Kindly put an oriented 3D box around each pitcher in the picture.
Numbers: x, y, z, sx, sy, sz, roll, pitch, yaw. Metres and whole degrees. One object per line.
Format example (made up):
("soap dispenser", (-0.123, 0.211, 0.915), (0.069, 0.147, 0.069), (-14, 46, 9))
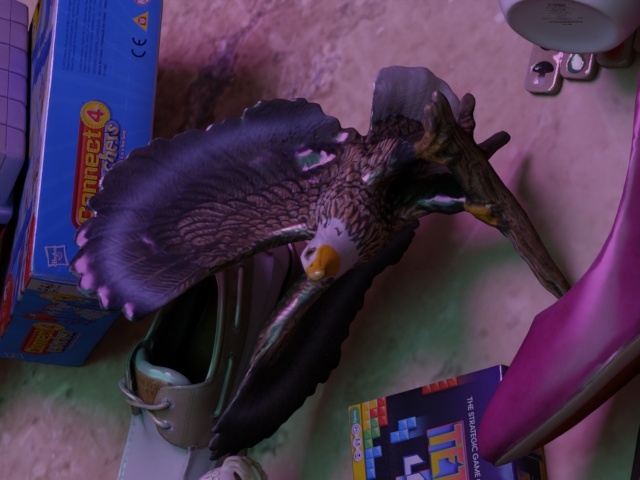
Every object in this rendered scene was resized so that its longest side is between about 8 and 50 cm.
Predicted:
("pitcher", (0.171, -0.243, 1.187), (0.178, 0.125, 0.207), (3, 68, 31))

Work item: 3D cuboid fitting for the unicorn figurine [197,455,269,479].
("unicorn figurine", (-0.103, 0.226, 1.305), (0.162, 0.111, 0.060), (-41, 7, 1))

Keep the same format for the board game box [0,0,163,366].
("board game box", (-0.209, -0.073, 1.407), (0.302, 0.086, 0.308), (137, 138, -67))

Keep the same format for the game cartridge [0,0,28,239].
("game cartridge", (-0.341, -0.021, 1.515), (0.355, 0.068, 0.230), (-58, 31, 36))

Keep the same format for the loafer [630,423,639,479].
("loafer", (0.240, 0.149, 1.078), (0.220, 0.080, 0.078), (-58, 39, 3))

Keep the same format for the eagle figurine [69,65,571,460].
("eagle figurine", (-0.004, 0.001, 1.222), (0.298, 0.225, 0.226), (-28, 70, 22))

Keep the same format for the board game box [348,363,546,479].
("board game box", (0.093, 0.189, 1.198), (0.141, 0.048, 0.170), (-21, 63, 35))

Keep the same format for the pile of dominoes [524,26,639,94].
("pile of dominoes", (0.240, -0.231, 1.221), (0.251, 0.040, 0.196), (-17, 65, 35))

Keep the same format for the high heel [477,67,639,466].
("high heel", (0.196, -0.030, 1.113), (0.181, 0.127, 0.377), (43, 91, 17))

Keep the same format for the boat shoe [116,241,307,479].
("boat shoe", (-0.114, 0.118, 1.355), (0.113, 0.103, 0.302), (19, 89, 40))
